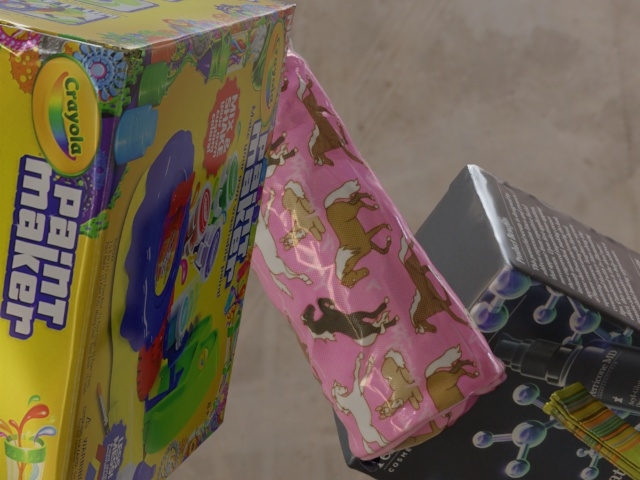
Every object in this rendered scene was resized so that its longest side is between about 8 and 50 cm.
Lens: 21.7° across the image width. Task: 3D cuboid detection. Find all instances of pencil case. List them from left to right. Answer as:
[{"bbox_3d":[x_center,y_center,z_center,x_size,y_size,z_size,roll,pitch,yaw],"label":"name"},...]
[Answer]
[{"bbox_3d":[0.000,0.000,1.439,0.386,0.167,0.160,57,37,2],"label":"pencil case"}]

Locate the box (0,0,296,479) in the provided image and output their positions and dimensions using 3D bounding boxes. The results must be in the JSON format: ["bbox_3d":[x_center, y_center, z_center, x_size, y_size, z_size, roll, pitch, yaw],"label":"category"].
[{"bbox_3d":[-0.158,-0.004,0.963,0.177,0.290,0.279,14,17,12],"label":"box"}]

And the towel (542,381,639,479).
[{"bbox_3d":[0.324,0.215,1.593,0.237,0.021,0.102,37,21,17],"label":"towel"}]

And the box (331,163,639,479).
[{"bbox_3d":[0.251,0.153,1.826,0.395,0.293,0.212,26,25,-22],"label":"box"}]
